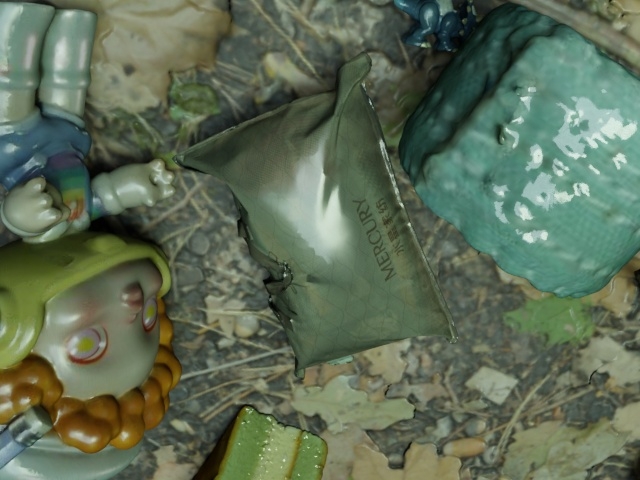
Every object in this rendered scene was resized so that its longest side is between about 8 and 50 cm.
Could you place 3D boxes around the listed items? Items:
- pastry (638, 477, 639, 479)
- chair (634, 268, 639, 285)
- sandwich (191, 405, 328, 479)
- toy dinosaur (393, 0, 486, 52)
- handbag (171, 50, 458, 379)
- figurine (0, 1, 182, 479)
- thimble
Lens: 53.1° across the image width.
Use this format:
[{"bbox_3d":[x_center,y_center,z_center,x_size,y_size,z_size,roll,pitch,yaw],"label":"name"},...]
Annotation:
[{"bbox_3d":[0.426,0.271,0.696,0.153,0.081,0.153,0,117,1],"label":"pastry"},{"bbox_3d":[0.408,0.046,0.565,0.188,0.166,0.272,-45,150,15],"label":"chair"},{"bbox_3d":[-0.093,0.291,0.727,0.117,0.144,0.187,29,145,-13],"label":"sandwich"},{"bbox_3d":[0.096,-0.178,0.517,0.083,0.030,0.047,9,112,-7],"label":"toy dinosaur"},{"bbox_3d":[0.000,0.000,0.551,0.183,0.117,0.270,-17,112,15],"label":"handbag"},{"bbox_3d":[-0.224,0.006,0.541,0.205,0.224,0.381,6,90,19],"label":"figurine"},{"bbox_3d":[0.161,-0.066,0.468,0.198,0.235,0.143,46,111,24],"label":"thimble"}]
